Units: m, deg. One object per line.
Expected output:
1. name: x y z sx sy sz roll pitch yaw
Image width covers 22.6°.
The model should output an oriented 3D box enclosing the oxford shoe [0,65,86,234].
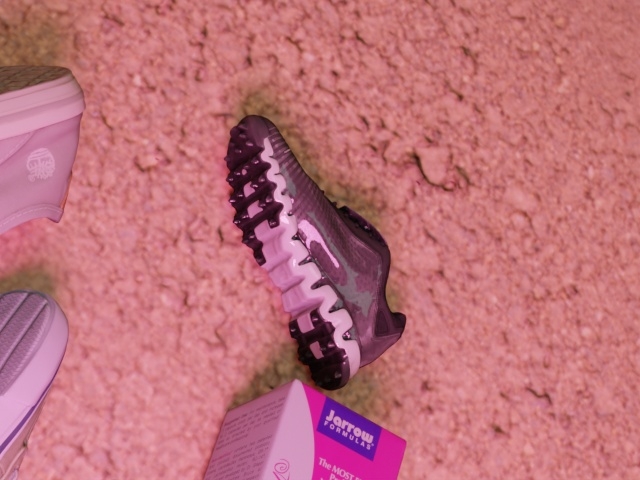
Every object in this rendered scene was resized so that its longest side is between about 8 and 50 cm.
1. oxford shoe: -0.363 -0.016 1.108 0.449 0.169 0.130 -17 112 -29

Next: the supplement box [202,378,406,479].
1. supplement box: -0.033 0.232 1.190 0.111 0.114 0.220 30 56 -20

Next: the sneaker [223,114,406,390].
1. sneaker: 0.000 0.000 1.323 0.106 0.078 0.234 -22 87 -34

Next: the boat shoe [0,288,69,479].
1. boat shoe: -0.267 0.166 1.125 0.302 0.109 0.094 -59 142 -34
